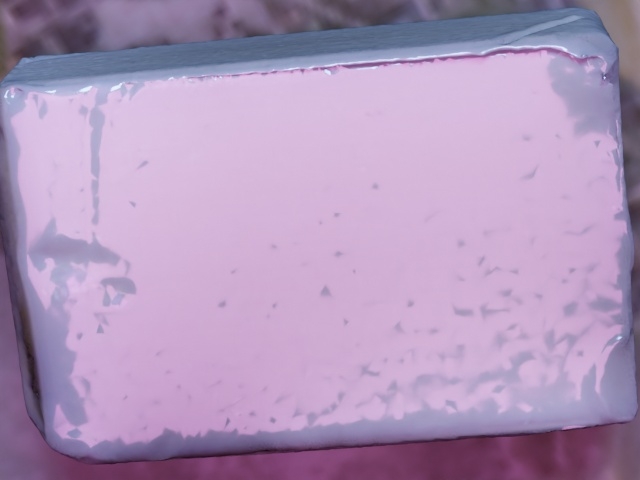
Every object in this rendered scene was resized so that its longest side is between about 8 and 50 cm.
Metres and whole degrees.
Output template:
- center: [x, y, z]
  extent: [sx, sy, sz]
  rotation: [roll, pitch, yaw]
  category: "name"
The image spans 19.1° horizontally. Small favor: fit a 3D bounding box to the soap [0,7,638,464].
- center: [0.000, 0.000, 0.571]
  extent: [0.183, 0.064, 0.121]
  rotation: [-4, 104, 4]
  category: "soap"
